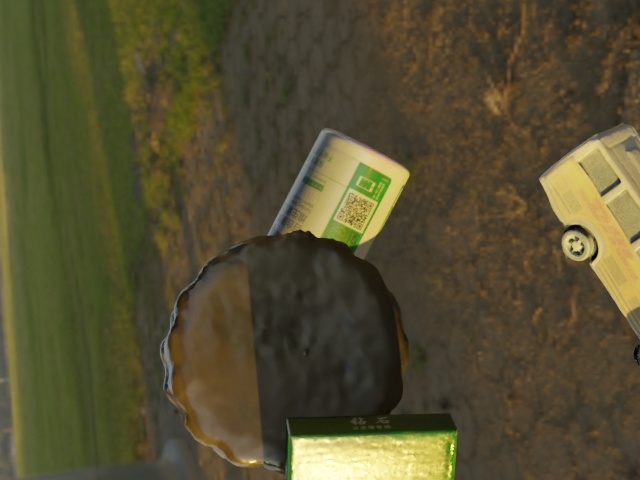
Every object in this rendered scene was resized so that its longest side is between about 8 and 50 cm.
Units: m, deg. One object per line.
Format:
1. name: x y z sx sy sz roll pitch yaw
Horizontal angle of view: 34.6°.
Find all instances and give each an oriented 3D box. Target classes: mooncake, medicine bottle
1. mooncake: -0.037 0.109 0.969 0.124 0.228 0.228 118 145 -71
2. medicine bottle: 0.000 0.000 1.349 0.274 0.133 0.133 -64 21 3

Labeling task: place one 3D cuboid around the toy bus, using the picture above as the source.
1. toy bus: 0.393 0.034 1.190 0.342 0.097 0.138 58 140 12

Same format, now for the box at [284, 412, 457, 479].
1. box: 0.035 0.249 0.817 0.034 0.132 0.235 -111 20 -70

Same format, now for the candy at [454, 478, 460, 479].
1. candy: 0.073 0.359 1.213 0.295 0.296 0.185 154 121 -71
